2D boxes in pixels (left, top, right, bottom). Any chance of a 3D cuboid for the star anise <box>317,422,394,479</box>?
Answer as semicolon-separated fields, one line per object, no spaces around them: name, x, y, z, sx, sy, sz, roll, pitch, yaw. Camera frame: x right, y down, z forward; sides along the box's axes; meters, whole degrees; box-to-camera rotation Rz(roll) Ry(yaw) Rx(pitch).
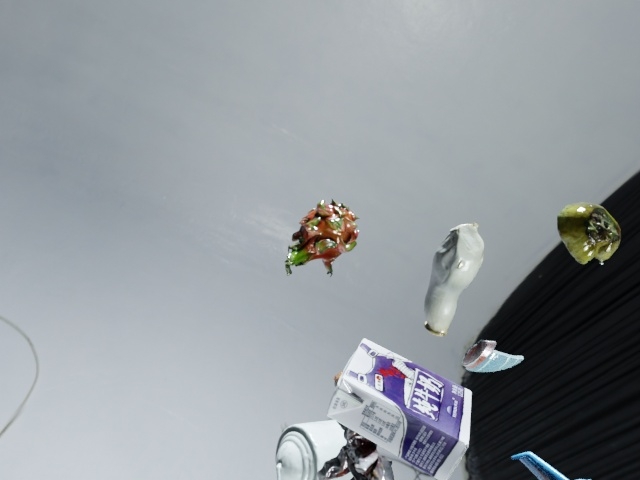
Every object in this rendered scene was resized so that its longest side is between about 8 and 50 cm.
star anise;0.090;0.470;0.932;0.129;0.212;0.283;23;50;-10

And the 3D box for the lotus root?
lotus root;0.813;-0.029;1.194;0.183;0.078;0.204;-38;89;-14

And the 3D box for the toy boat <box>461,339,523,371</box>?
toy boat;0.361;0.249;0.829;0.122;0.096;0.034;21;34;-17

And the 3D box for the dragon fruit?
dragon fruit;0.002;0.003;0.928;0.137;0.135;0.236;33;54;-3

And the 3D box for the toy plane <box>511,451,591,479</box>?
toy plane;0.346;0.382;0.480;0.105;0.271;0.254;9;51;-36

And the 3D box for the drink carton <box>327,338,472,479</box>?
drink carton;0.139;0.288;0.710;0.222;0.102;0.134;24;27;14

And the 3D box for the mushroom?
mushroom;0.322;0.109;1.016;0.097;0.351;0.109;-10;43;-15

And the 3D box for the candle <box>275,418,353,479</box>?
candle;-0.008;0.670;1.242;0.342;0.221;0.221;18;36;-40

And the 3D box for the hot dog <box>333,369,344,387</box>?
hot dog;0.105;0.330;0.972;0.147;0.099;0.065;1;71;-3
